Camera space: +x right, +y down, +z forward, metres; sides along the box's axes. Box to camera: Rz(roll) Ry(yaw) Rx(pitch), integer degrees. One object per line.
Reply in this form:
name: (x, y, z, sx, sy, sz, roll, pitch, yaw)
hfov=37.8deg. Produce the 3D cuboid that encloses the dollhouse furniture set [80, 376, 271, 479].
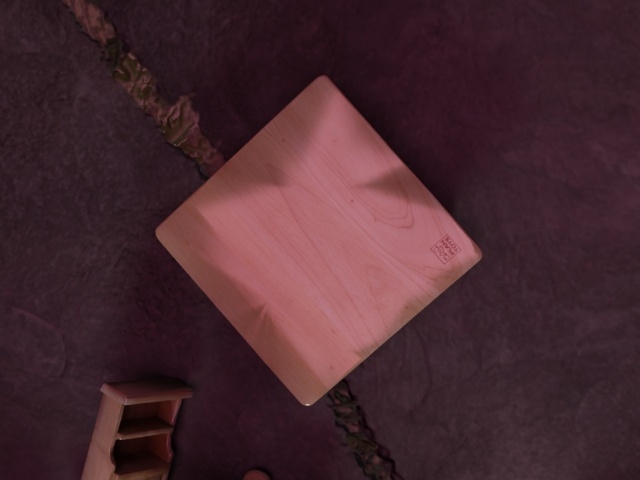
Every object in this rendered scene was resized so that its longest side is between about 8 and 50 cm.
dollhouse furniture set: (-0.140, 0.271, 1.019, 0.242, 0.212, 0.161, 20, 99, 34)

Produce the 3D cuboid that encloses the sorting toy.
sorting toy: (0.000, 0.000, 1.038, 0.255, 0.089, 0.257, -42, 87, 9)
